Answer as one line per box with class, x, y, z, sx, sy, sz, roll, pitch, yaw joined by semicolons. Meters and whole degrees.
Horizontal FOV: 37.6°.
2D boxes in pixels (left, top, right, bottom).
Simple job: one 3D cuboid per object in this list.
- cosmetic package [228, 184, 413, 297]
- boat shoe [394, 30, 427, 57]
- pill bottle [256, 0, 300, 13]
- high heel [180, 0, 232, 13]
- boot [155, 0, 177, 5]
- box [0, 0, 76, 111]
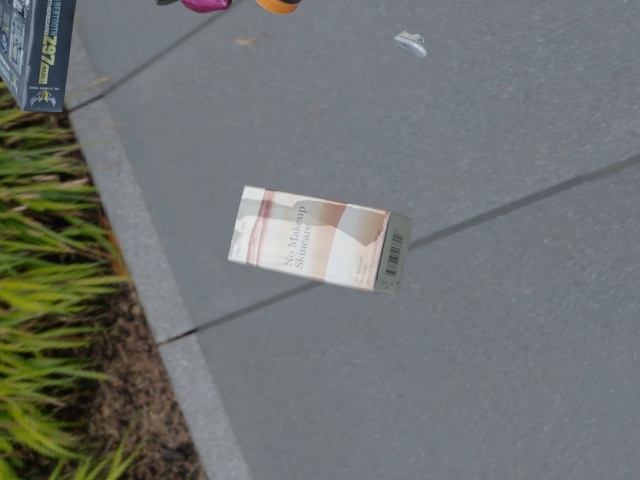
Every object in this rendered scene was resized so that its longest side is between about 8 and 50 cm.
cosmetic package;0.000;0.000;1.699;0.296;0.129;0.153;10;87;27
boat shoe;0.179;-0.379;1.793;0.035;0.035;0.100;-45;35;-1
pill bottle;-0.032;-0.486;1.532;0.130;0.130;0.246;52;138;14
high heel;-0.137;-0.537;1.746;0.181;0.377;0.127;27;149;24
boot;-0.213;-0.438;1.210;0.208;0.076;0.190;49;123;9
box;-0.385;-0.297;1.229;0.233;0.059;0.184;47;130;45
